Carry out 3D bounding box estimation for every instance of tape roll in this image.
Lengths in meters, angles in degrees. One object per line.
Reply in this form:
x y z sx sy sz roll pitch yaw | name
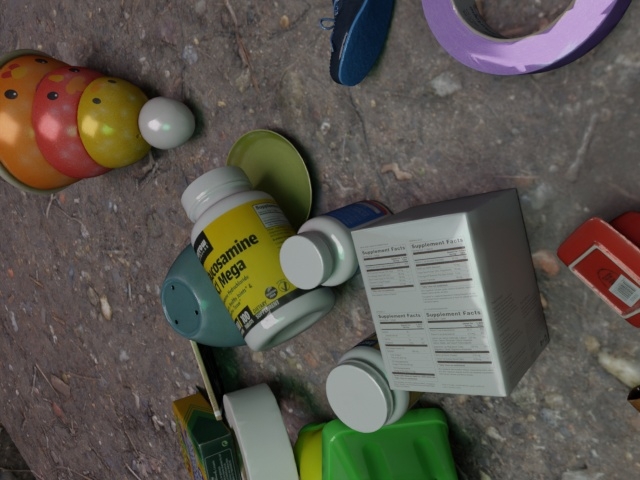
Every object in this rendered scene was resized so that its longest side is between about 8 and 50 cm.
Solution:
0.278 -0.368 0.753 0.275 0.090 0.274 13 113 34 | tape roll
-0.136 0.472 1.244 0.286 0.100 0.286 167 90 -72 | tape roll

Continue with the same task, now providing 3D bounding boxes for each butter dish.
0.429 0.021 0.747 0.160 0.118 0.160 48 169 18 | butter dish

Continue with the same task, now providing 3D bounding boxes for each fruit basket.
0.099 0.489 1.101 0.392 0.283 0.392 177 90 -80 | fruit basket

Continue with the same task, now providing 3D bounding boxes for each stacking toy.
-0.508 -0.283 1.309 0.480 0.350 0.350 2 106 18 | stacking toy

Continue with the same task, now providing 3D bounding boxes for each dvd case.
-0.278 0.314 1.373 0.018 0.164 0.221 -18 94 -5 | dvd case

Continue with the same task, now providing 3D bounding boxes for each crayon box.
-0.293 0.523 1.396 0.323 0.083 0.203 13 114 63 | crayon box

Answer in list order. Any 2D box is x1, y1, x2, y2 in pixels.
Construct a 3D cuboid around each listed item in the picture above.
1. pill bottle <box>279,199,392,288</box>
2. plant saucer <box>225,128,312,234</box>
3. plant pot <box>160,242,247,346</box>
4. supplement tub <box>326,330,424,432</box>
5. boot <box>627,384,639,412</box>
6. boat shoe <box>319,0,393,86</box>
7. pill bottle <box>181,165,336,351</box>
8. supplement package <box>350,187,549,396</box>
0.033 0.008 0.974 0.124 0.221 0.124 12 111 35 | pill bottle
-0.104 -0.113 1.163 0.241 0.037 0.241 12 111 34 | plant saucer
-0.235 0.118 1.235 0.290 0.195 0.290 12 111 34 | plant pot
0.117 0.239 0.995 0.144 0.200 0.144 12 111 35 | supplement tub
0.559 0.288 0.689 0.280 0.096 0.264 56 172 11 | boot
0.065 -0.388 0.920 0.089 0.109 0.258 27 103 37 | boat shoe
-0.131 0.028 1.068 0.188 0.188 0.334 -46 69 37 | pill bottle
0.208 0.076 0.873 0.198 0.199 0.262 -9 98 40 | supplement package
